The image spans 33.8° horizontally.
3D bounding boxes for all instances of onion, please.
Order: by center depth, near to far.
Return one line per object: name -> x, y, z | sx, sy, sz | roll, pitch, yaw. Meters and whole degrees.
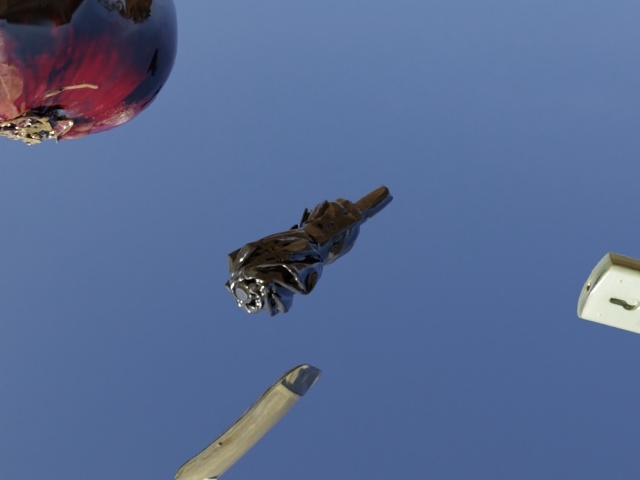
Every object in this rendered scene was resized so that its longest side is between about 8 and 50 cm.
onion -> -0.240, -0.189, 0.843 | 0.281, 0.281, 0.221 | -39, -164, -29

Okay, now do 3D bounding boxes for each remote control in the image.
remote control -> 0.426, 0.081, 1.242 | 0.234, 0.098, 0.038 | 14, -138, -4

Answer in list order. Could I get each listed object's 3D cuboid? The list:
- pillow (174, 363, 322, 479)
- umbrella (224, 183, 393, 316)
pillow -> -0.086, 0.229, 1.290 | 0.217, 0.130, 0.033 | -44, -109, 2
umbrella -> 0.000, 0.000, 1.477 | 0.118, 0.118, 0.340 | 20, -146, 29
